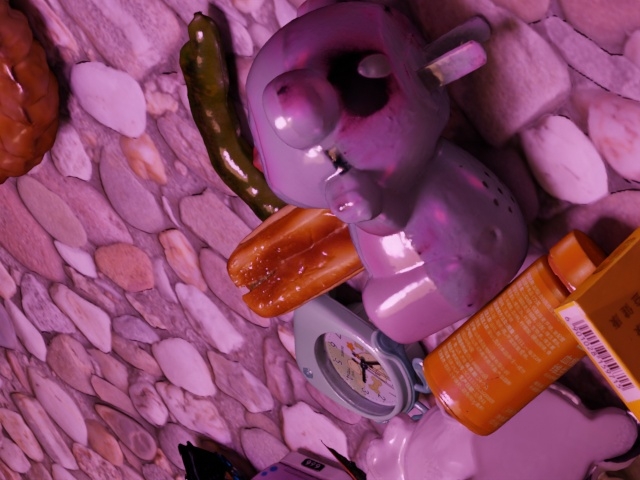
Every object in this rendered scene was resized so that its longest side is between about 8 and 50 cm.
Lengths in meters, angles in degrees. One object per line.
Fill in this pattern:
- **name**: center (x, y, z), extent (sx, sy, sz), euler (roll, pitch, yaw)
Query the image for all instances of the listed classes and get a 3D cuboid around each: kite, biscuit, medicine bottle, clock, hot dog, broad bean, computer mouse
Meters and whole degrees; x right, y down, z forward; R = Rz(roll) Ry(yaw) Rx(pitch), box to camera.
- **kite**: center (0.092, 0.309, 1.960), extent (0.232, 0.009, 0.189), euler (39, -170, -23)
- **biscuit**: center (-0.439, -0.226, 2.060), extent (0.326, 0.107, 0.325), euler (28, 143, 24)
- **medicine bottle**: center (0.191, 0.085, 1.534), extent (0.192, 0.096, 0.096), euler (-42, 88, 16)
- **clock**: center (0.055, 0.134, 1.874), extent (0.189, 0.060, 0.148), euler (32, 143, 25)
- **hot dog**: center (0.000, 0.000, 1.749), extent (0.249, 0.068, 0.100), euler (-30, 91, 38)
- **broad bean**: center (-0.073, -0.107, 1.798), extent (0.144, 0.049, 0.292), euler (-23, 107, 50)
- **computer mouse**: center (-0.119, 0.367, 2.279), extent (0.241, 0.077, 0.146), euler (46, 163, 22)

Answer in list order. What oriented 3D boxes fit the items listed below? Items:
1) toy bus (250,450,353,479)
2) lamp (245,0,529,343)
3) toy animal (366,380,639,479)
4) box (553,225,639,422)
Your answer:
- **toy bus**: center (-0.013, 0.387, 2.140), extent (0.142, 0.142, 0.202), euler (13, 133, 43)
- **lamp**: center (0.074, -0.083, 1.519), extent (0.247, 0.247, 0.301), euler (-28, 110, 26)
- **toy animal**: center (0.170, 0.248, 1.757), extent (0.258, 0.193, 0.357), euler (11, 159, -3)
- **box**: center (0.331, 0.118, 1.439), extent (0.269, 0.152, 0.043), euler (53, 150, -4)
